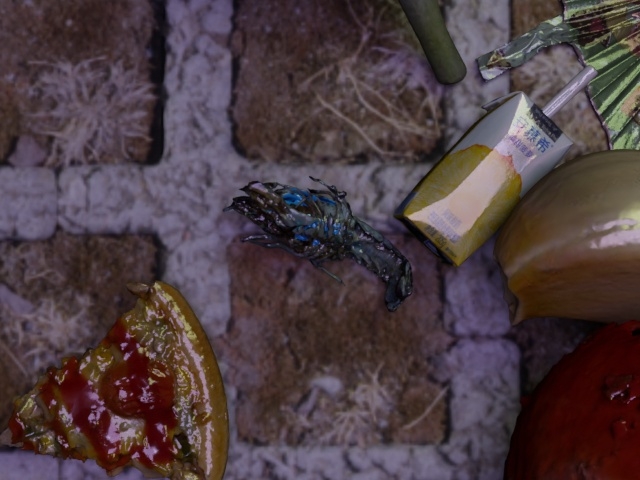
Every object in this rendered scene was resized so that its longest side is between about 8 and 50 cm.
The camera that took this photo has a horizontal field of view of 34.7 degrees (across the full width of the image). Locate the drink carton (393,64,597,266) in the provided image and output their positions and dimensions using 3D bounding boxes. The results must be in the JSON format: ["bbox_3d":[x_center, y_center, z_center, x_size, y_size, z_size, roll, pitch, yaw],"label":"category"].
[{"bbox_3d":[0.155,-0.071,0.872,0.084,0.074,0.200,44,86,-1],"label":"drink carton"}]

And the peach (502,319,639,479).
[{"bbox_3d":[0.315,0.201,0.731,0.370,0.370,0.370,0,87,-2],"label":"peach"}]

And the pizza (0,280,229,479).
[{"bbox_3d":[-0.180,0.140,0.860,0.198,0.062,0.188,-19,86,-1],"label":"pizza"}]

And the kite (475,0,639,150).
[{"bbox_3d":[0.265,-0.197,0.913,0.267,0.013,0.323,-18,87,-3],"label":"kite"}]

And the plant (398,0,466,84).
[{"bbox_3d":[0.023,-0.263,0.796,0.261,0.306,0.297,-8,117,-29],"label":"plant"}]

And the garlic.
[{"bbox_3d":[0.262,0.015,0.827,0.244,0.145,0.164,16,109,-13],"label":"garlic"}]

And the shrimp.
[{"bbox_3d":[0.002,-0.002,0.881,0.174,0.076,0.082,30,127,-4],"label":"shrimp"}]
